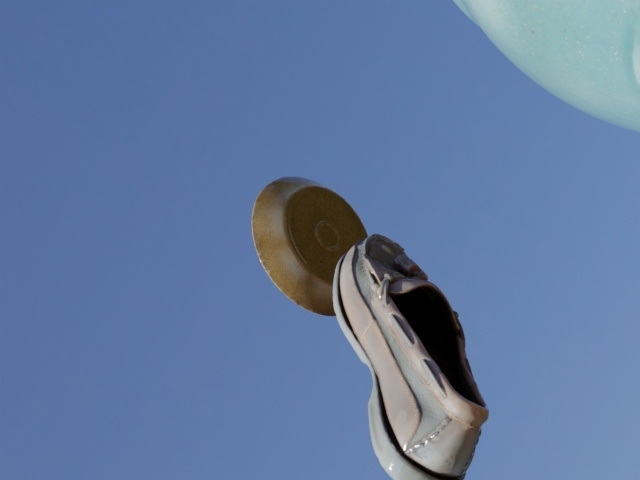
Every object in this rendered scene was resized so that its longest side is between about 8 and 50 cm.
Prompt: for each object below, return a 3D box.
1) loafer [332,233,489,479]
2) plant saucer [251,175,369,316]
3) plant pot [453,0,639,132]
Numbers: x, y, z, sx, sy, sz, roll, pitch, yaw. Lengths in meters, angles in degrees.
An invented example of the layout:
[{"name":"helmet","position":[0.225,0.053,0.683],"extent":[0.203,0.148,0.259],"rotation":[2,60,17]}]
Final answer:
[{"name":"loafer","position":[0.036,0.035,0.661],"extent":[0.045,0.125,0.039],"rotation":[22,-60,-24]},{"name":"plant saucer","position":[0.000,0.000,1.040],"extent":[0.015,0.083,0.083],"rotation":[-33,-4,43]},{"name":"plant pot","position":[0.218,-0.166,1.019],"extent":[0.293,0.196,0.293],"rotation":[-12,-46,-12]}]
